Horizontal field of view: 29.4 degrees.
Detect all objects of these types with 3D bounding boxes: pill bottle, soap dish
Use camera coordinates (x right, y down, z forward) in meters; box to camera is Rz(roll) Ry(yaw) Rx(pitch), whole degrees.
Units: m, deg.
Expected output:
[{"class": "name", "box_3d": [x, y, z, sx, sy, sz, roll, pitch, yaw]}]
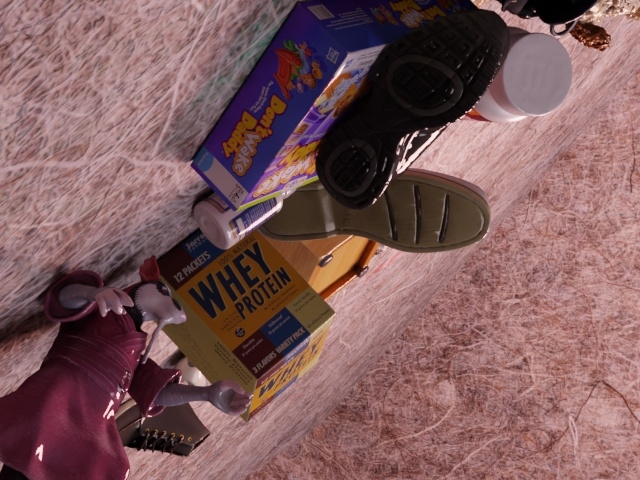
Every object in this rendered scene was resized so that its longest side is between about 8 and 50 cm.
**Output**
[{"class": "pill bottle", "box_3d": [-0.089, -0.047, 1.475, 0.120, 0.067, 0.067, -37, 166, -26]}, {"class": "soap dish", "box_3d": [0.000, 0.000, 1.797, 0.229, 0.118, 0.291, -36, 165, -30]}, {"class": "pill bottle", "box_3d": [0.216, -0.211, 1.558, 0.121, 0.121, 0.221, -41, -160, -13]}]

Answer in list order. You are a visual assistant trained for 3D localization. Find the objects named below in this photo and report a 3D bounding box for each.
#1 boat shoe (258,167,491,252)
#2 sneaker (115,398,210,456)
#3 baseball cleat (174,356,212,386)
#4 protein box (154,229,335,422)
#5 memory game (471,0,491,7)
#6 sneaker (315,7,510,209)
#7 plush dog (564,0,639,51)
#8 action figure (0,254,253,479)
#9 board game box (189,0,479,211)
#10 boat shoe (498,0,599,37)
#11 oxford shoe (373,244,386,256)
[{"class": "boat shoe", "box_3d": [0.070, -0.055, 1.563, 0.103, 0.302, 0.113, -62, 154, -61]}, {"class": "sneaker", "box_3d": [-0.272, 0.314, 1.973, 0.222, 0.118, 0.083, -29, 161, -50]}, {"class": "baseball cleat", "box_3d": [-0.181, 0.209, 2.031, 0.109, 0.072, 0.206, -49, 172, -6]}, {"class": "protein box", "box_3d": [-0.105, 0.099, 1.597, 0.136, 0.200, 0.201, -39, 167, -21]}, {"class": "memory game", "box_3d": [0.245, -0.367, 1.598, 0.186, 0.012, 0.186, -41, 167, -12]}, {"class": "sneaker", "box_3d": [0.106, -0.155, 1.328, 0.286, 0.109, 0.130, -43, 178, 40]}, {"class": "plush dog", "box_3d": [0.452, -0.411, 1.830, 0.225, 0.210, 0.262, -23, 132, -21]}, {"class": "action figure", "box_3d": [-0.263, 0.168, 1.357, 0.275, 0.248, 0.370, -13, -147, 31]}, {"class": "board game box", "box_3d": [0.031, -0.175, 1.404, 0.233, 0.078, 0.347, -52, 166, 32]}, {"class": "boat shoe", "box_3d": [0.287, -0.338, 1.462, 0.187, 0.156, 0.500, -51, 163, 22]}, {"class": "oxford shoe", "box_3d": [0.019, 0.016, 2.051, 0.227, 0.083, 0.096, -40, 145, -7]}]
